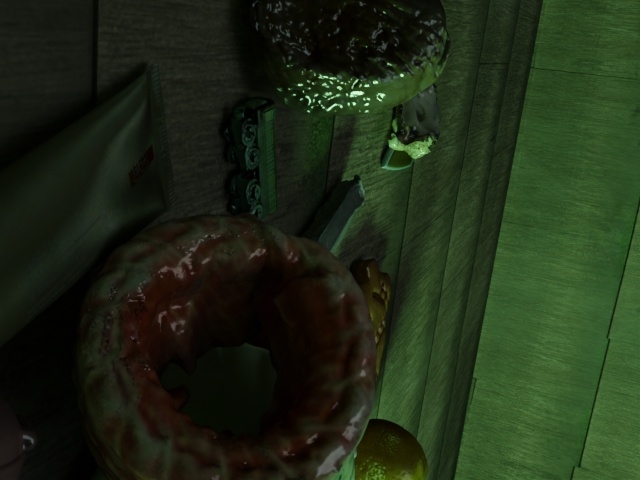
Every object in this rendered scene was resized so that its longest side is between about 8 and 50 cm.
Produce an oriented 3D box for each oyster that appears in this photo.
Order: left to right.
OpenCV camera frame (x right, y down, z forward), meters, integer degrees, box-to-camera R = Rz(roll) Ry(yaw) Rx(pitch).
[{"bbox_3d":[0.152,-0.221,1.267,0.191,0.081,0.163,-46,116,-55],"label":"oyster"}]

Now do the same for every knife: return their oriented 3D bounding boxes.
[{"bbox_3d":[0.182,-0.175,1.417,0.343,0.027,0.061,-25,129,-64],"label":"knife"}]

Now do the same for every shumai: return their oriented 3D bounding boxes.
[{"bbox_3d":[0.017,-0.232,0.832,0.185,0.218,0.183,-154,-137,-72],"label":"shumai"}]

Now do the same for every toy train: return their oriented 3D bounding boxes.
[{"bbox_3d":[-0.076,-0.085,0.799,0.071,0.038,0.147,-48,146,-51],"label":"toy train"}]

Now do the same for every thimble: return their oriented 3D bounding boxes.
[{"bbox_3d":[-0.081,0.103,0.572,0.239,0.239,0.162,-63,180,-33],"label":"thimble"}]

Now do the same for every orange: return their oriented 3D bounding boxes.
[{"bbox_3d":[0.120,0.439,1.406,0.237,0.179,0.158,14,92,-68],"label":"orange"}]

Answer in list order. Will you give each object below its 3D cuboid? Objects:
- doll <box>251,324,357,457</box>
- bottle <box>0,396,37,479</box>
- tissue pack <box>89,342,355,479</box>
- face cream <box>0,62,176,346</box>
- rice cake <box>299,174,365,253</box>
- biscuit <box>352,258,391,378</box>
[{"bbox_3d":[-0.027,0.169,0.906,0.130,0.161,0.290,-23,106,-36],"label":"doll"},{"bbox_3d":[-0.247,0.214,0.434,0.120,0.121,0.253,4,96,-69],"label":"bottle"},{"bbox_3d":[-0.115,0.325,0.698,0.297,0.207,0.380,86,27,-48],"label":"tissue pack"},{"bbox_3d":[-0.191,-0.015,0.507,0.341,0.084,0.137,-57,150,-56],"label":"face cream"},{"bbox_3d":[0.001,0.000,1.030,0.055,0.049,0.269,59,43,-31],"label":"rice cake"},{"bbox_3d":[0.082,0.186,1.303,0.284,0.043,0.306,-28,122,-67],"label":"biscuit"}]
